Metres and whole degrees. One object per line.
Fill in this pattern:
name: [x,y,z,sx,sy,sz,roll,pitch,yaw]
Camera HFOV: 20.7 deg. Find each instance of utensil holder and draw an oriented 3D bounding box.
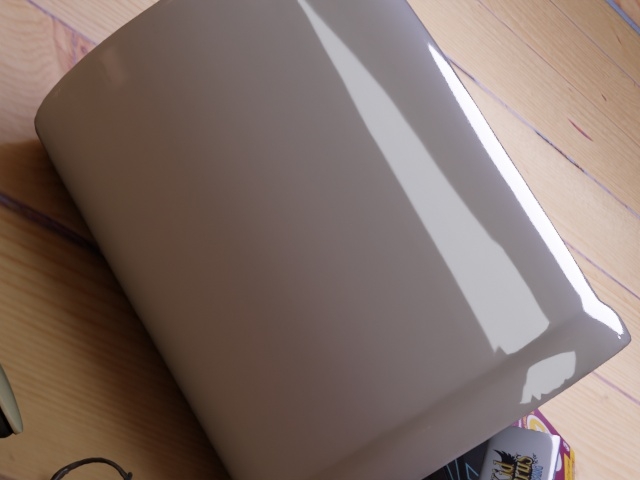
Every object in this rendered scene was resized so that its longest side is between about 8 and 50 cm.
utensil holder: [0.000,0.000,1.363,0.385,0.327,0.327,58,22,6]

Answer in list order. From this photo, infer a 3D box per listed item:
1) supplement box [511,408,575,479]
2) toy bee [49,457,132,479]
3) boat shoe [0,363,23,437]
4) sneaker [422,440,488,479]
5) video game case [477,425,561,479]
supplement box: [0.174,0.200,1.771,0.188,0.081,0.104,49,24,-21]
toy bee: [-0.063,0.271,1.090,0.298,0.195,0.162,-105,179,-58]
boat shoe: [-0.236,0.072,1.135,0.133,0.042,0.049,59,-3,0]
sneaker: [0.109,0.168,1.646,0.267,0.106,0.101,55,24,-5]
video game case: [0.124,0.316,1.341,0.244,0.061,0.269,-59,158,-64]
